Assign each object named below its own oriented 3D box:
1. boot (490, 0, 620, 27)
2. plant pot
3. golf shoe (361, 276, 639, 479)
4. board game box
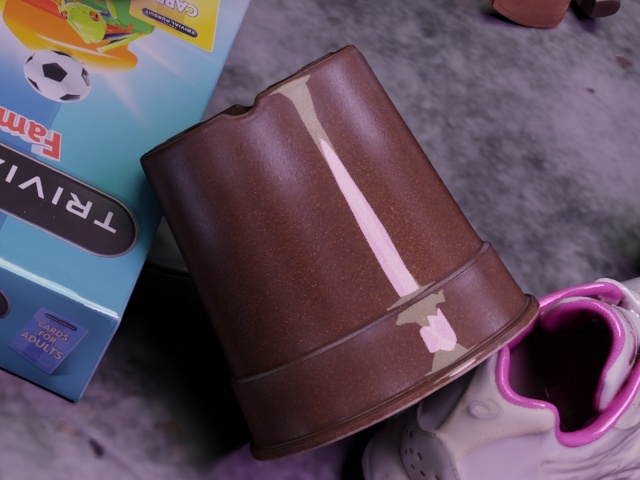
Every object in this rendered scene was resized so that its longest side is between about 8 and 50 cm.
[{"bbox_3d":[0.157,-0.193,1.371,0.118,0.042,0.087,2,46,-29],"label":"boot"},{"bbox_3d":[0.000,0.000,0.982,0.167,0.167,0.165,-32,96,-43],"label":"plant pot"},{"bbox_3d":[0.161,0.074,1.065,0.115,0.140,0.306,47,45,17],"label":"golf shoe"},{"bbox_3d":[-0.188,-0.104,1.069,0.254,0.079,0.336,25,44,-8],"label":"board game box"}]
